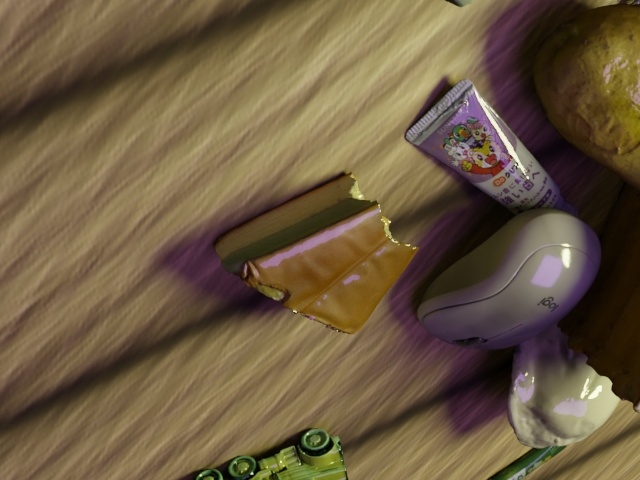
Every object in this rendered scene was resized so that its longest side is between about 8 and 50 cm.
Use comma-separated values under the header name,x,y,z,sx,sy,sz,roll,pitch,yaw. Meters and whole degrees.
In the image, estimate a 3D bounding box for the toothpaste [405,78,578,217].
name,x,y,z,sx,sy,sz,roll,pitch,yaw
toothpaste,0.260,-0.105,1.122,0.299,0.073,0.114,35,114,-30

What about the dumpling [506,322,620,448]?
name,x,y,z,sx,sy,sz,roll,pitch,yaw
dumpling,0.407,0.211,1.335,0.175,0.243,0.227,-27,114,40

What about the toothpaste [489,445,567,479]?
name,x,y,z,sx,sy,sz,roll,pitch,yaw
toothpaste,0.400,0.437,1.519,0.204,0.031,0.049,-32,128,-6

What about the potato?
name,x,y,z,sx,sy,sz,roll,pitch,yaw
potato,0.411,-0.206,1.054,0.266,0.229,0.229,37,99,-20

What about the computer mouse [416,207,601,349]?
name,x,y,z,sx,sy,sz,roll,pitch,yaw
computer mouse,0.286,0.082,1.162,0.184,0.121,0.297,29,121,-34

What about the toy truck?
name,x,y,z,sx,sy,sz,roll,pitch,yaw
toy truck,-0.071,0.414,1.234,0.260,0.135,0.128,-20,125,-16

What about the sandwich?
name,x,y,z,sx,sy,sz,roll,pitch,yaw
sandwich,0.000,0.000,1.041,0.220,0.108,0.186,25,106,-30

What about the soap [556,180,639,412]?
name,x,y,z,sx,sy,sz,roll,pitch,yaw
soap,0.504,0.056,1.127,0.156,0.293,0.335,20,100,-8

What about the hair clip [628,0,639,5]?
name,x,y,z,sx,sy,sz,roll,pitch,yaw
hair clip,0.549,-0.386,1.068,0.278,0.090,0.137,-47,133,7

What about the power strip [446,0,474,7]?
name,x,y,z,sx,sy,sz,roll,pitch,yaw
power strip,0.116,-0.387,0.846,0.139,0.140,0.224,-45,125,6
